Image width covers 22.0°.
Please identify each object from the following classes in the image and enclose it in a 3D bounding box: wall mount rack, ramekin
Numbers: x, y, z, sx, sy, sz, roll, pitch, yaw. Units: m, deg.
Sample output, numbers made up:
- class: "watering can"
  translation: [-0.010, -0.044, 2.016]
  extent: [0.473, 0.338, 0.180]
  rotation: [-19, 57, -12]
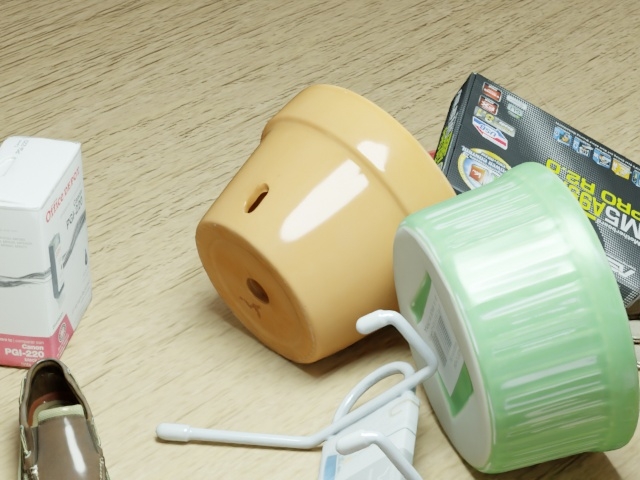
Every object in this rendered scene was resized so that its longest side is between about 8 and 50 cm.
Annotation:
- class: "wall mount rack"
  translation: [-0.030, 0.218, 1.603]
  extent: [0.304, 0.130, 0.350]
  rotation: [-33, 21, 24]
- class: "ramekin"
  translation: [0.185, 0.086, 1.650]
  extent: [0.148, 0.303, 0.303]
  rotation: [-17, 33, -10]

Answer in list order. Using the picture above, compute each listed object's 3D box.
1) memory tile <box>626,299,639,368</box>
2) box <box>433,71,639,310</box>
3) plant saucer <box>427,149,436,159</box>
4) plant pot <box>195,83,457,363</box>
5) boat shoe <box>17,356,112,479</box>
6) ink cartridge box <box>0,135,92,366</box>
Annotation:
- class: "memory tile"
  translation: [0.373, 0.112, 1.864]
  extent: [0.113, 0.012, 0.148]
  rotation: [-27, 39, -36]
- class: "box"
  translation: [0.261, -0.056, 1.925]
  extent: [0.270, 0.060, 0.216]
  rotation: [29, 42, -7]
- class: "plant saucer"
  translation: [0.236, -0.049, 2.105]
  extent: [0.258, 0.047, 0.259]
  rotation: [-12, 32, -17]
- class: "plant pot"
  translation: [0.000, 0.000, 1.838]
  extent: [0.203, 0.291, 0.291]
  rotation: [-40, 46, -24]
- class: "boat shoe"
  translation: [-0.263, 0.209, 1.645]
  extent: [0.095, 0.095, 0.257]
  rotation: [-11, 32, -15]
- class: "ink cartridge box"
  translation: [-0.326, 0.012, 1.858]
  extent: [0.092, 0.218, 0.158]
  rotation: [4, 32, 9]
